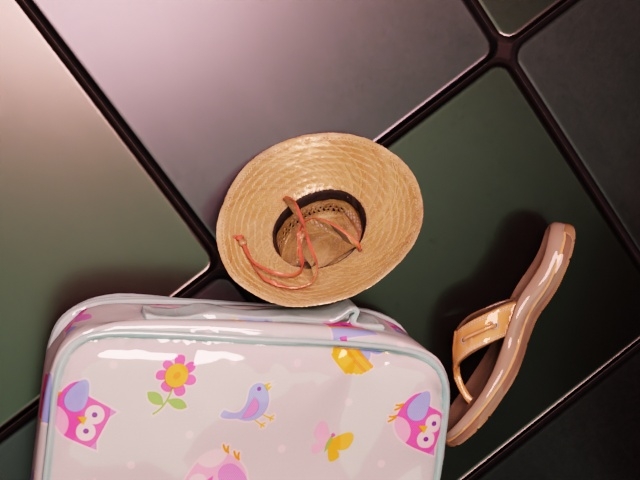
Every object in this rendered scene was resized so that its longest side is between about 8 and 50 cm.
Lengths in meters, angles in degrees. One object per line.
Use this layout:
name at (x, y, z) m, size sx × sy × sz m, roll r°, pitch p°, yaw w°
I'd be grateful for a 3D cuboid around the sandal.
sandal at (0.125, 0.062, 0.883) m, size 0.049 × 0.072 × 0.180 m, roll 27°, pitch 92°, yaw -1°

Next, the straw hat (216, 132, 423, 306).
straw hat at (0.000, 0.000, 0.841) m, size 0.144 × 0.144 × 0.061 m, roll -21°, pitch 145°, yaw -9°

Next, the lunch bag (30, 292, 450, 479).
lunch bag at (-0.052, 0.145, 0.834) m, size 0.279 × 0.108 × 0.224 m, roll 4°, pitch 96°, yaw -15°
